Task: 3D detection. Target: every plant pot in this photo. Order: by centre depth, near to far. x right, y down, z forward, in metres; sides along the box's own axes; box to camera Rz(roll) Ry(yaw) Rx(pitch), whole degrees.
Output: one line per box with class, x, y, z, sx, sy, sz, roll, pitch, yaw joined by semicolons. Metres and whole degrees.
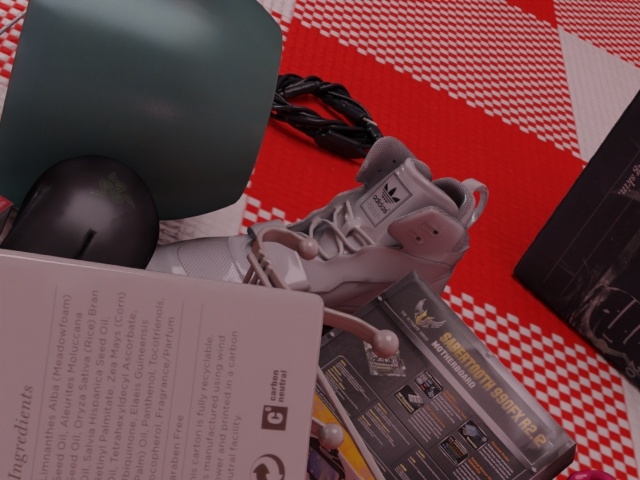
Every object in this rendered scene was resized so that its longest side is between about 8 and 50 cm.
plant pot;-0.171;-0.151;1.236;0.235;0.293;0.293;13;35;-12

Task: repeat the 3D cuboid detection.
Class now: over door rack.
over door rack;-0.018;0.183;0.982;0.108;0.239;0.324;7;39;-27

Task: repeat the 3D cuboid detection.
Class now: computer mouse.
computer mouse;-0.206;0.042;1.045;0.188;0.072;0.272;26;64;-15

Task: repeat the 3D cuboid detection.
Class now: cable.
cable;-0.003;-0.176;1.671;0.184;0.047;0.150;20;33;-16

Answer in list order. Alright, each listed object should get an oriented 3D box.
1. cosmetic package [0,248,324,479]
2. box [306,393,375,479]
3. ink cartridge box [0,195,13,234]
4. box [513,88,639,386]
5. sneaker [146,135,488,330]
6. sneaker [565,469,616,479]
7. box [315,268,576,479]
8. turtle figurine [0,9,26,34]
cosmetic package;-0.251;0.083;0.838;0.453;0.161;0.230;9;-6;-31
box;0.007;0.208;1.114;0.028;0.081;0.136;-10;51;-48
ink cartridge box;-0.375;-0.006;1.050;0.176;0.128;0.127;31;32;0
box;0.575;-0.010;1.509;0.472;0.480;0.297;42;35;19
sneaker;0.000;0.000;1.273;0.366;0.210;0.137;5;39;-34
sneaker;0.190;0.306;1.062;0.121;0.112;0.299;0;23;24
box;0.089;0.165;1.169;0.183;0.056;0.231;-36;64;-13
turtle figurine;-0.248;-0.236;1.503;0.197;0.275;0.266;17;6;21
